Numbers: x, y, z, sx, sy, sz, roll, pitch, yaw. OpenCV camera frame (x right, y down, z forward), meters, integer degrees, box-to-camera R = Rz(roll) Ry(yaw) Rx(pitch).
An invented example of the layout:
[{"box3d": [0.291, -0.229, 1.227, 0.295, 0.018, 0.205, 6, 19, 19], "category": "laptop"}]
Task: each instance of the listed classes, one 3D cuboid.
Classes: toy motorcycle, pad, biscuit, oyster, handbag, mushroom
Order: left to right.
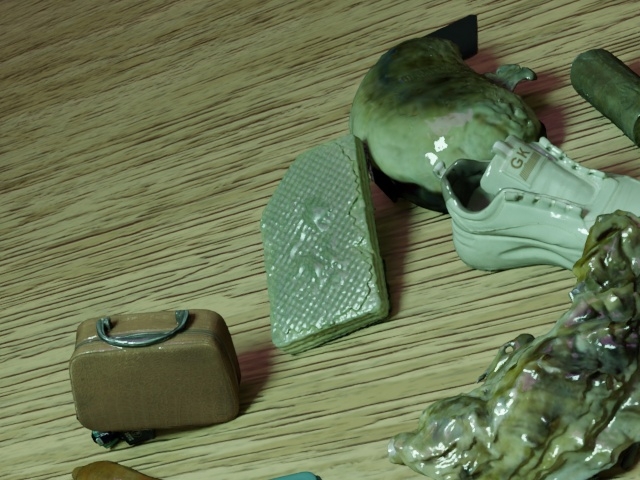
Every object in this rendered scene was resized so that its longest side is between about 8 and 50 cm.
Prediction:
[{"box3d": [-0.250, 0.190, 1.974, 0.100, 0.058, 0.173, -20, 36, 13], "category": "toy motorcycle"}, {"box3d": [-0.193, 0.149, 1.841, 0.193, 0.151, 0.072, -2, 37, 5], "category": "handbag"}, {"box3d": [0.000, 0.000, 1.897, 0.150, 0.052, 0.252, -21, 58, 24], "category": "biscuit"}, {"box3d": [0.152, -0.263, 2.231, 0.157, 0.003, 0.112, -23, 34, 22], "category": "pad"}, {"box3d": [0.149, -0.166, 1.985, 0.247, 0.130, 0.344, -36, 31, 9], "category": "mushroom"}, {"box3d": [0.220, 0.129, 1.532, 0.351, 0.115, 0.238, -34, 31, 4], "category": "oyster"}]

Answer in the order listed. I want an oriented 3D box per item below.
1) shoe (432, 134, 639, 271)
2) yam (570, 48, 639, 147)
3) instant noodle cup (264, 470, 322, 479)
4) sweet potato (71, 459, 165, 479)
[{"box3d": [0.246, -0.050, 1.709, 0.316, 0.159, 0.124, -5, 42, 45], "category": "shoe"}, {"box3d": [0.357, -0.166, 1.841, 0.068, 0.068, 0.169, -35, 35, 2], "category": "yam"}, {"box3d": [-0.072, 0.324, 1.605, 0.179, 0.070, 0.157, -18, 35, 29], "category": "instant noodle cup"}, {"box3d": [-0.225, 0.286, 1.826, 0.195, 0.056, 0.056, 3, 49, 40], "category": "sweet potato"}]
